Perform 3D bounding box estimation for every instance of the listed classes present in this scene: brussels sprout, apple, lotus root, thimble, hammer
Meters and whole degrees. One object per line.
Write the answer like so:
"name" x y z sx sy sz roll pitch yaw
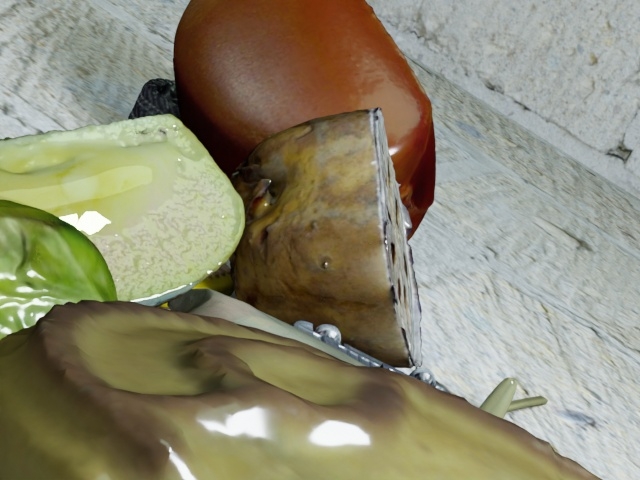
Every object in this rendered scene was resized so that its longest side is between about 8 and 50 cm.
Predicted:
"brussels sprout" -0.233 0.044 1.102 0.181 0.144 0.161 31 46 -43
"apple" -0.198 0.000 1.306 0.265 0.120 0.193 -14 56 -31
"lotus root" 0.000 0.000 1.488 0.192 0.272 0.272 -1 14 7
"thimble" -0.188 -0.155 1.927 0.095 0.066 0.104 28 18 0
"hammer" 0.220 0.170 1.672 0.028 0.060 0.195 36 12 21

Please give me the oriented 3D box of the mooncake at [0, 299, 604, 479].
"mooncake" -0.018 0.192 0.843 0.393 0.246 0.394 29 11 19

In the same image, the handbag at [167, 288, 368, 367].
"handbag" -0.026 0.133 1.238 0.270 0.117 0.182 28 24 1

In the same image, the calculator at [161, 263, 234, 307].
"calculator" -0.166 0.018 1.485 0.146 0.032 0.235 36 16 23

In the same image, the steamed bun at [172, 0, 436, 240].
"steamed bun" -0.035 -0.152 1.769 0.235 0.248 0.379 83 -18 -54

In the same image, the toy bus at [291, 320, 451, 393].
"toy bus" 0.037 0.141 1.381 0.174 0.077 0.079 25 20 -14
